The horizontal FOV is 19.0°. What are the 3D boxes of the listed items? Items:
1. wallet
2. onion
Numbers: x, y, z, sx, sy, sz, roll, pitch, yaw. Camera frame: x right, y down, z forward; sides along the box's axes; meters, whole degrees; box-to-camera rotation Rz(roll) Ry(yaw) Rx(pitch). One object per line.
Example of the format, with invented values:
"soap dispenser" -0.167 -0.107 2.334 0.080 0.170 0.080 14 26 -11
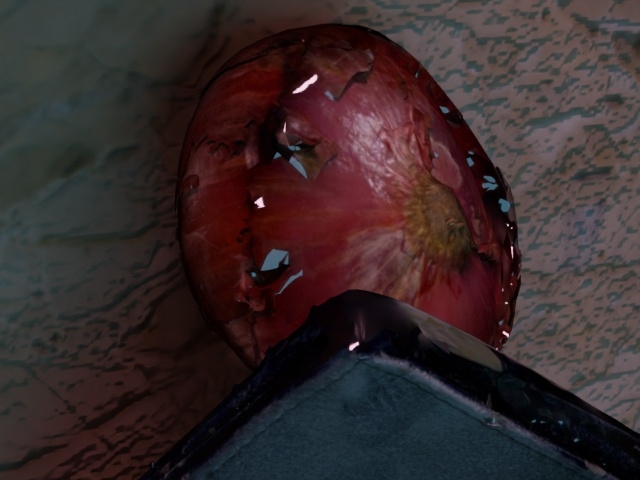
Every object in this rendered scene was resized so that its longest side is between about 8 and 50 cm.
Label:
"wallet" -0.037 0.164 0.845 0.191 0.046 0.379 26 128 -34
"onion" 0.000 0.000 0.839 0.147 0.184 0.184 -27 136 37
